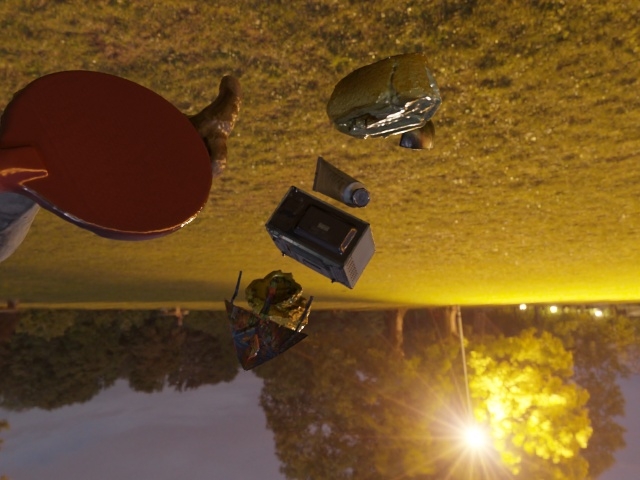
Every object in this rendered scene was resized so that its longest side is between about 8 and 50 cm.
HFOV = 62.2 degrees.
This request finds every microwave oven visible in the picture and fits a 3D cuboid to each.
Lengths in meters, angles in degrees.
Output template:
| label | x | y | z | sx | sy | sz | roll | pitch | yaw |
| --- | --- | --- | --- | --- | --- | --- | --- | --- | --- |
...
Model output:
| label | x | y | z | sx | sy | sz | roll | pitch | yaw |
| --- | --- | --- | --- | --- | --- | --- | --- | --- | --- |
| microwave oven | 0.000 | 0.000 | 1.162 | 0.204 | 0.129 | 0.163 | 27 | 165 | 22 |

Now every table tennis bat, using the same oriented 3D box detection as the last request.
| label | x | y | z | sx | sy | sz | roll | pitch | yaw |
| --- | --- | --- | --- | --- | --- | --- | --- | --- | --- |
| table tennis bat | -0.309 | -0.109 | 0.698 | 0.051 | 0.268 | 0.414 | -35 | 175 | 37 |

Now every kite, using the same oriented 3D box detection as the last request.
| label | x | y | z | sx | sy | sz | roll | pitch | yaw |
| --- | --- | --- | --- | --- | --- | --- | --- | --- | --- |
| kite | -0.100 | 0.139 | 0.870 | 0.182 | 0.160 | 0.010 | 16 | 174 | 31 |

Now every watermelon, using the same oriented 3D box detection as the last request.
| label | x | y | z | sx | sy | sz | roll | pitch | yaw |
| --- | --- | --- | --- | --- | --- | --- | --- | --- | --- |
| watermelon | 0.262 | -0.287 | 1.471 | 0.135 | 0.125 | 0.094 | 28 | 155 | -33 |

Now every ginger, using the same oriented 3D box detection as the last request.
| label | x | y | z | sx | sy | sz | roll | pitch | yaw |
| --- | --- | --- | --- | --- | --- | --- | --- | --- | --- |
| ginger | -0.267 | -0.150 | 0.924 | 0.332 | 0.166 | 0.080 | -25 | 167 | -6 |

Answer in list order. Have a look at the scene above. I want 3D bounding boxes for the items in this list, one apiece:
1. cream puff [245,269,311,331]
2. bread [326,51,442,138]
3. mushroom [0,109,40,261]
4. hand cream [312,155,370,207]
| label | x | y | z | sx | sy | sz | roll | pitch | yaw |
| --- | --- | --- | --- | --- | --- | --- | --- | --- | --- |
| cream puff | -0.147 | 0.226 | 1.966 | 0.281 | 0.282 | 0.185 | 5 | 140 | -48 |
| bread | 0.145 | -0.317 | 1.224 | 0.256 | 0.124 | 0.186 | -15 | 158 | 15 |
| mushroom | -0.541 | -0.043 | 0.821 | 0.177 | 0.126 | 0.397 | 21 | 137 | -30 |
| hand cream | 0.039 | -0.132 | 1.243 | 0.058 | 0.091 | 0.271 | 1 | -163 | -23 |
